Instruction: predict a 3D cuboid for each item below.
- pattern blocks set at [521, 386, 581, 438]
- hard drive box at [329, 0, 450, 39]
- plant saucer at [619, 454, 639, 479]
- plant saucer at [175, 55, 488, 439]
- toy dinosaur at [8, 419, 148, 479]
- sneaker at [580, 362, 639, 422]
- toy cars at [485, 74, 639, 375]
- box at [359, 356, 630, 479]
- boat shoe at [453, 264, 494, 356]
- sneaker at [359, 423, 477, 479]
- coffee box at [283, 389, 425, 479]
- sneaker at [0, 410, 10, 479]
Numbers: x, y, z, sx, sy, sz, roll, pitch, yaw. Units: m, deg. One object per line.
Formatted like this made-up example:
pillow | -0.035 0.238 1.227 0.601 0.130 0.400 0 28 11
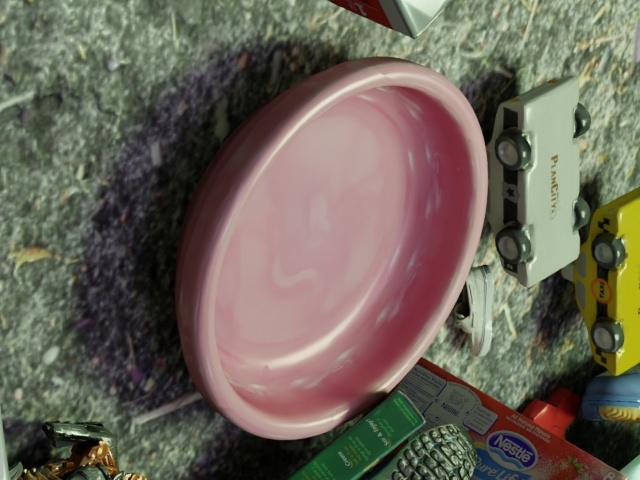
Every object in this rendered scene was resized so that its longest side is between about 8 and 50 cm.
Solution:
pattern blocks set | 0.145 0.309 2.012 0.325 0.026 0.285 -24 128 -38
hard drive box | -0.006 -0.271 1.376 0.089 0.181 0.232 -50 139 -14
plant saucer | 0.324 0.311 2.104 0.317 0.044 0.317 -37 157 -18
plant saucer | 0.000 0.000 1.622 0.332 0.084 0.332 -27 131 -36
toy dinosaur | -0.171 0.254 1.544 0.322 0.164 0.218 13 86 -29
sneaker | 0.365 0.120 2.096 0.296 0.112 0.131 -10 100 -54
toy cars | 0.238 -0.015 1.882 0.394 0.087 0.176 41 75 -48
box | 0.163 0.232 1.800 0.128 0.257 0.122 -52 142 -13
boat shoe | 0.143 0.069 1.866 0.035 0.035 0.100 -8 126 -14
sneaker | 0.064 0.213 1.737 0.162 0.073 0.063 -33 102 -16
coffee box | 0.006 0.204 1.710 0.184 0.040 0.113 -38 175 -7
sneaker | -0.296 0.131 1.364 0.151 0.094 0.256 -6 92 -8
